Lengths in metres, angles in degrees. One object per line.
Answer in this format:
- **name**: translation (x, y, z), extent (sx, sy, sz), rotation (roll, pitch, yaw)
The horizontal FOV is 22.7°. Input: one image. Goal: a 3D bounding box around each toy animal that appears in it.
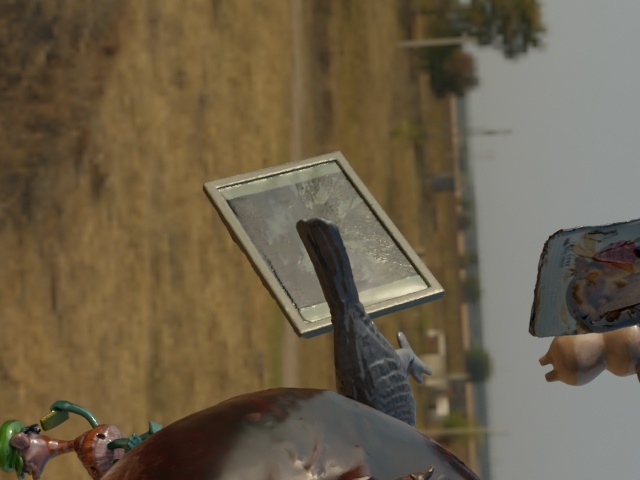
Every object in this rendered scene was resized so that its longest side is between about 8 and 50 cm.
- **toy animal**: translation (0.331, 0.131, 1.867), extent (0.089, 0.150, 0.083), rotation (-83, 152, -56)
- **toy animal**: translation (-0.299, 0.248, 1.977), extent (0.100, 0.208, 0.103), rotation (37, 54, -60)
- **toy animal**: translation (0.061, 0.145, 1.794), extent (0.206, 0.081, 0.367), rotation (-15, 94, -68)

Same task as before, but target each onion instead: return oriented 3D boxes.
- **onion**: translation (0.001, 0.219, 0.920), extent (0.232, 0.314, 0.314), rotation (125, -26, -47)

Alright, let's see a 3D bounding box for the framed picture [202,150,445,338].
- **framed picture**: translation (0.000, 0.000, 1.989), extent (0.281, 0.209, 0.019), rotation (53, -33, 36)

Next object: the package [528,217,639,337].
- **package**: translation (0.298, 0.017, 1.360), extent (0.154, 0.239, 0.030), rotation (89, -13, -50)
